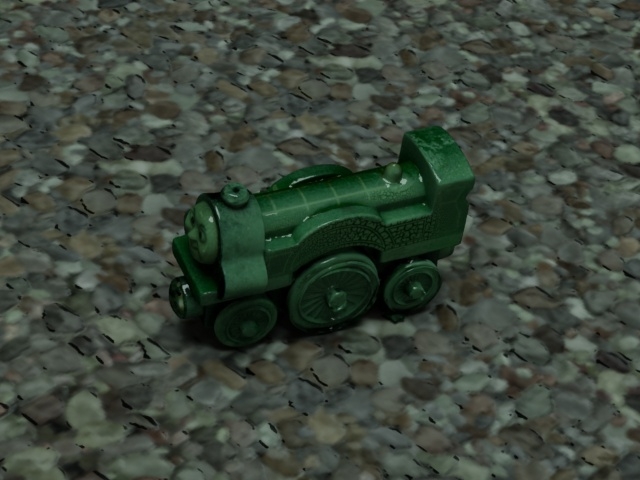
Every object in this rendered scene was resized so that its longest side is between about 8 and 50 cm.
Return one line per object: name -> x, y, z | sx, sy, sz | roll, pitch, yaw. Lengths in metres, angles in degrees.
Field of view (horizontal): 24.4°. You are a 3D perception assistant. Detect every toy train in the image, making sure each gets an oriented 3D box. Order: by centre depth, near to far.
toy train -> 0.000, 0.000, 0.846 | 0.178, 0.105, 0.071 | -12, 47, -21
